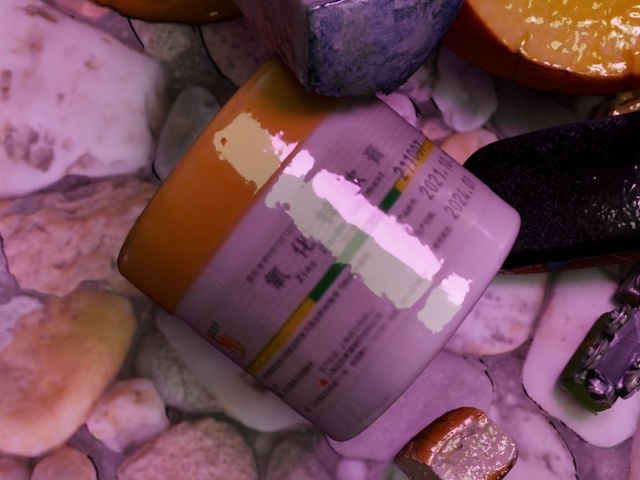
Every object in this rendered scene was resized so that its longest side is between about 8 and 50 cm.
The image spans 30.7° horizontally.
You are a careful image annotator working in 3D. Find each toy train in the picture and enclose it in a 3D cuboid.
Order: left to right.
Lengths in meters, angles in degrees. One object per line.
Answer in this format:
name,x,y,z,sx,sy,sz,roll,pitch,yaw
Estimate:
toy train,0.287,0.067,1.045,0.060,0.081,0.202,40,66,0

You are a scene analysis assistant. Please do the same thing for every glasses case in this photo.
glasses case,0.276,-0.047,1.020,0.321,0.082,0.122,-9,69,12

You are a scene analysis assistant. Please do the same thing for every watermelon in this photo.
watermelon,0.005,-0.202,0.883,0.226,0.148,0.318,11,42,7

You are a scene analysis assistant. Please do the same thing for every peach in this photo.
peach,0.230,-0.256,1.024,0.274,0.249,0.245,24,36,6

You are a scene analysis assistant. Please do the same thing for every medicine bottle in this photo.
medicine bottle,0.000,0.000,0.921,0.232,0.238,0.238,38,73,0

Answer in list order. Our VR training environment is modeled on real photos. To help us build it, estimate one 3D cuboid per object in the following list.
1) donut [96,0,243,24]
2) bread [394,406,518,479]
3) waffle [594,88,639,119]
donut,-0.155,-0.435,1.035,0.377,0.163,0.435,14,75,-6
bread,0.114,0.181,0.982,0.076,0.083,0.070,41,70,1
waffle,0.395,-0.125,1.120,0.253,0.056,0.249,31,74,-3
